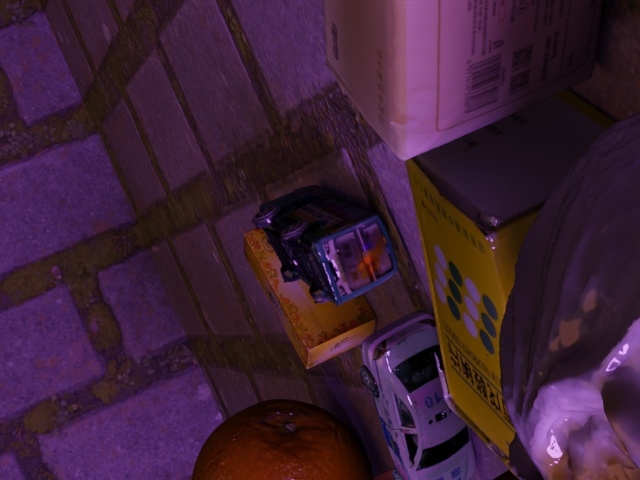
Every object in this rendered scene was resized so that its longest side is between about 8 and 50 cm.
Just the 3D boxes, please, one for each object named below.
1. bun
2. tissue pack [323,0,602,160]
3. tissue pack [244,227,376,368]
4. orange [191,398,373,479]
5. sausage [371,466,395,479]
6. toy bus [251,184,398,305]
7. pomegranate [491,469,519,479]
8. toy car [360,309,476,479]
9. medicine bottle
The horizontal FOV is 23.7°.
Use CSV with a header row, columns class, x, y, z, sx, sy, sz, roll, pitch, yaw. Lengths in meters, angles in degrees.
class,x,y,z,sx,sy,sz,roll,pitch,yaw
bun,0.221,0.096,0.788,0.362,0.211,0.362,59,163,30
tissue pack,0.087,-0.183,0.932,0.125,0.159,0.234,57,164,34
tissue pack,-0.014,0.055,1.852,0.176,0.095,0.062,60,164,24
orange,-0.054,0.356,2.162,0.274,0.274,0.274,59,165,27
sausage,0.142,0.433,1.863,0.134,0.116,0.354,24,141,49
toy bus,0.000,0.000,1.680,0.091,0.109,0.261,68,168,-17
pomegranate,0.208,0.280,1.320,0.205,0.159,0.159,27,146,30
toy car,0.112,0.185,1.609,0.076,0.090,0.224,31,143,57
medicine bottle,0.157,0.033,1.083,0.137,0.141,0.250,43,154,51
